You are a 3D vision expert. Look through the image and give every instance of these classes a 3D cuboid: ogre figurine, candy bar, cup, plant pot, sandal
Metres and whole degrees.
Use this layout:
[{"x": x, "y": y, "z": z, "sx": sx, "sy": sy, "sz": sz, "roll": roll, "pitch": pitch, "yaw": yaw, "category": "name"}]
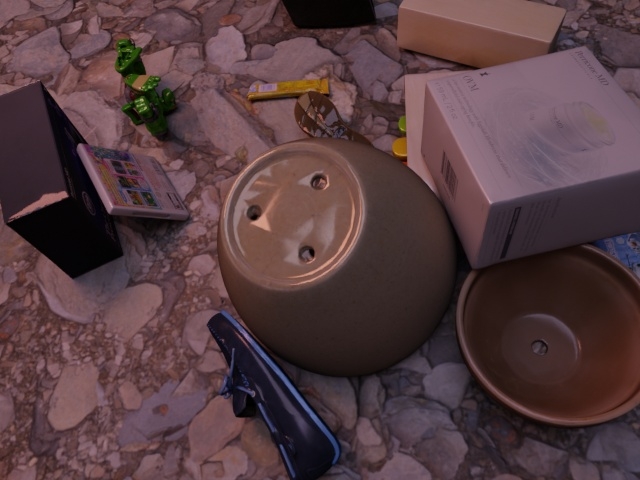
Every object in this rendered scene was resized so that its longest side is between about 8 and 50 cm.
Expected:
[{"x": -0.328, "y": -0.273, "z": 0.988, "sx": 0.096, "sy": 0.118, "sz": 0.197, "roll": -39, "pitch": 65, "yaw": -17, "category": "ogre figurine"}, {"x": -0.064, "y": -0.285, "z": 1.009, "sx": 0.161, "sy": 0.018, "sz": 0.040, "roll": -4, "pitch": 58, "yaw": 8, "category": "candy bar"}, {"x": 0.000, "y": 0.000, "z": 0.678, "sx": 0.330, "sy": 0.237, "sz": 0.332, "roll": -5, "pitch": 74, "yaw": 16, "category": "cup"}, {"x": -0.002, "y": -0.535, "z": 1.052, "sx": 0.166, "sy": 0.188, "sz": 0.188, "roll": -14, "pitch": 60, "yaw": 16, "category": "plant pot"}, {"x": 0.289, "y": 0.122, "z": 0.682, "sx": 0.237, "sy": 0.110, "sz": 0.238, "roll": -3, "pitch": 62, "yaw": 6, "category": "plant pot"}, {"x": 0.022, "y": -0.185, "z": 0.929, "sx": 0.180, "sy": 0.049, "sz": 0.072, "roll": 43, "pitch": 81, "yaw": 11, "category": "sandal"}]

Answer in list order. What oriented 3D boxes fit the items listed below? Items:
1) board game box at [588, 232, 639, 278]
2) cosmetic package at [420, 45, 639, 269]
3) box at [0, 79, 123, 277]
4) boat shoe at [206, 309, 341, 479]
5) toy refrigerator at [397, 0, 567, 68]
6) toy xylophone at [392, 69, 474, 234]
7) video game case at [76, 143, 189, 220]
[{"x": 0.443, "y": 0.029, "z": 0.759, "sx": 0.089, "sy": 0.020, "sz": 0.090, "roll": -11, "pitch": 61, "yaw": 5, "category": "board game box"}, {"x": 0.272, "y": -0.110, "z": 0.685, "sx": 0.224, "sy": 0.138, "sz": 0.224, "roll": -12, "pitch": 54, "yaw": -3, "category": "cosmetic package"}, {"x": -0.434, "y": -0.099, "z": 0.873, "sx": 0.103, "sy": 0.184, "sz": 0.261, "roll": -26, "pitch": 62, "yaw": -4, "category": "box"}, {"x": -0.083, "y": 0.202, "z": 0.703, "sx": 0.089, "sy": 0.109, "sz": 0.258, "roll": -40, "pitch": 61, "yaw": -9, "category": "boat shoe"}, {"x": 0.283, "y": -0.379, "z": 0.965, "sx": 0.269, "sy": 0.094, "sz": 0.102, "roll": 22, "pitch": 61, "yaw": 19, "category": "toy refrigerator"}, {"x": 0.224, "y": -0.156, "z": 0.858, "sx": 0.236, "sy": 0.081, "sz": 0.323, "roll": 6, "pitch": 63, "yaw": 12, "category": "toy xylophone"}, {"x": -0.311, "y": -0.096, "z": 0.888, "sx": 0.019, "sy": 0.143, "sz": 0.157, "roll": -51, "pitch": 59, "yaw": 25, "category": "video game case"}]
